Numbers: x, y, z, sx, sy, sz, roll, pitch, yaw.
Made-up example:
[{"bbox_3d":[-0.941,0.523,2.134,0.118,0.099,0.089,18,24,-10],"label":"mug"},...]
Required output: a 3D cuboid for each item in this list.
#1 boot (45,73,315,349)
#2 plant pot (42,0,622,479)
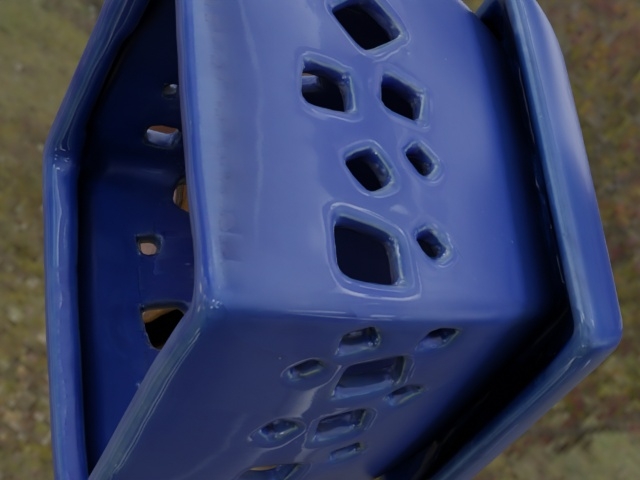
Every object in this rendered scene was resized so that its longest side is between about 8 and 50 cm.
[{"bbox_3d":[-0.036,-0.052,1.115,0.280,0.264,0.096,-71,142,-53],"label":"boot"},{"bbox_3d":[0.000,0.000,0.793,0.212,0.236,0.236,8,55,-22],"label":"plant pot"}]
